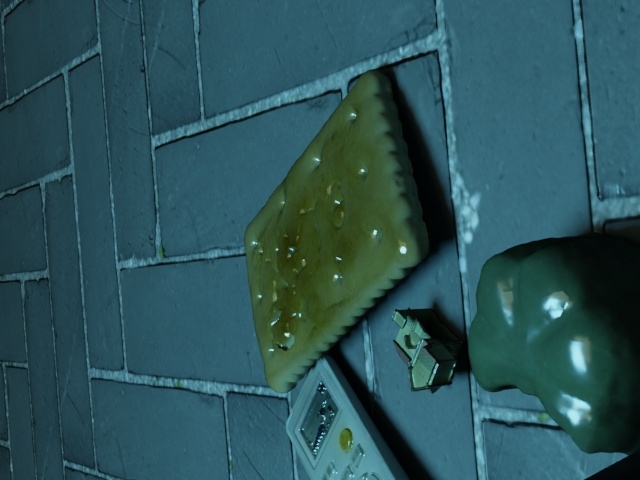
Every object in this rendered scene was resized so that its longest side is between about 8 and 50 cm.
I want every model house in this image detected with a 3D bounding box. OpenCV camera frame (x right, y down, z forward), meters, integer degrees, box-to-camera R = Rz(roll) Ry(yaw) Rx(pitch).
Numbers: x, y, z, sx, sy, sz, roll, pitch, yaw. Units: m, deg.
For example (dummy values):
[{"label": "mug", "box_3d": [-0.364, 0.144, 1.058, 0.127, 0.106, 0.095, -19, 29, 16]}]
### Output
[{"label": "model house", "box_3d": [0.093, 0.107, 1.020, 0.083, 0.057, 0.058, 48, 128, 43]}]

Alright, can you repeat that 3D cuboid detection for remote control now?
[{"label": "remote control", "box_3d": [0.056, 0.249, 1.104, 0.313, 0.055, 0.109, 56, 132, 46]}]

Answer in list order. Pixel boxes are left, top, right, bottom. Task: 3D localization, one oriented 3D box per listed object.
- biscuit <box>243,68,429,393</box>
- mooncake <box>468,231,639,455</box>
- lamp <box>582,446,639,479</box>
[{"label": "biscuit", "box_3d": [0.000, 0.000, 1.147, 0.325, 0.044, 0.217, -48, 46, 50]}, {"label": "mooncake", "box_3d": [0.183, 0.079, 0.830, 0.175, 0.104, 0.168, -32, 72, 59]}, {"label": "lamp", "box_3d": [0.249, 0.341, 0.639, 0.272, 0.205, 0.374, 21, 127, 58]}]
